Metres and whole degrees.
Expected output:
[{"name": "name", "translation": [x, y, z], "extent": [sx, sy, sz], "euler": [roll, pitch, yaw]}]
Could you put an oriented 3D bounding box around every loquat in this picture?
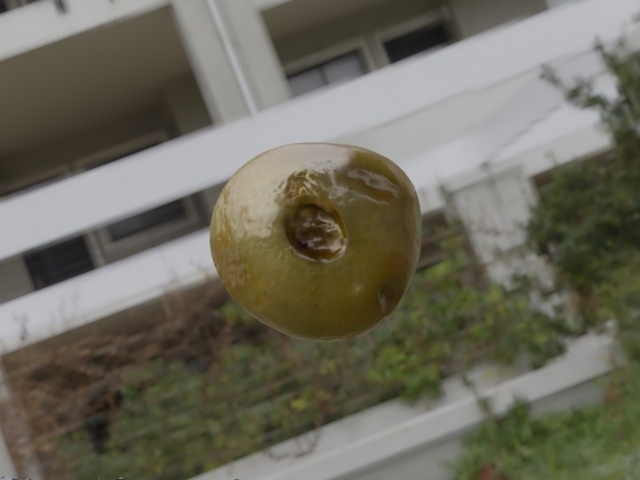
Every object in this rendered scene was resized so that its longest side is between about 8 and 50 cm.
[{"name": "loquat", "translation": [-0.005, 0.002, 1.592], "extent": [0.213, 0.213, 0.213], "euler": [-21, -4, -2]}]

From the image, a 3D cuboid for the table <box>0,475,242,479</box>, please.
[{"name": "table", "translation": [-0.100, 0.249, 1.062], "extent": [0.169, 0.172, 0.193], "euler": [-2, -14, 18]}]
